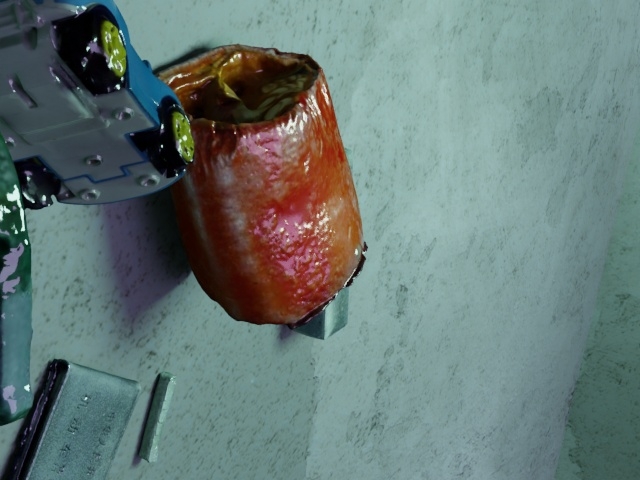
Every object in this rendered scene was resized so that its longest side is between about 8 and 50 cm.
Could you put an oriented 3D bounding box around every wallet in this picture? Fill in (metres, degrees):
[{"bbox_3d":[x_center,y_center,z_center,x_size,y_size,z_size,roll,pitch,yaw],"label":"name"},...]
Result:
[{"bbox_3d":[-0.301,0.259,1.500,0.167,0.036,0.222,34,76,-60],"label":"wallet"}]

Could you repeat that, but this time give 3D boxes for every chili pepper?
[{"bbox_3d":[-0.064,-0.079,1.528,0.251,0.229,0.305,-32,135,-27],"label":"chili pepper"}]

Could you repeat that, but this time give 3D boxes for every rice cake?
[{"bbox_3d":[-0.213,0.232,1.646,0.022,0.022,0.121,6,100,-58],"label":"rice cake"}]

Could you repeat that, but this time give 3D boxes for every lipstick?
[{"bbox_3d":[0.000,0.000,1.823,0.076,0.077,0.289,-33,132,-48],"label":"lipstick"}]

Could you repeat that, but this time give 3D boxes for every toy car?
[{"bbox_3d":[-0.249,-0.152,1.236,0.314,0.198,0.166,54,28,-58],"label":"toy car"}]

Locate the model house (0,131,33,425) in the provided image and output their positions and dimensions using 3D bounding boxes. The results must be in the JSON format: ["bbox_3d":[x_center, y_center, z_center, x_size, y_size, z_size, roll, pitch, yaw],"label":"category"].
[{"bbox_3d":[-0.428,0.027,0.968,0.329,0.252,0.294,-18,121,-48],"label":"model house"}]
